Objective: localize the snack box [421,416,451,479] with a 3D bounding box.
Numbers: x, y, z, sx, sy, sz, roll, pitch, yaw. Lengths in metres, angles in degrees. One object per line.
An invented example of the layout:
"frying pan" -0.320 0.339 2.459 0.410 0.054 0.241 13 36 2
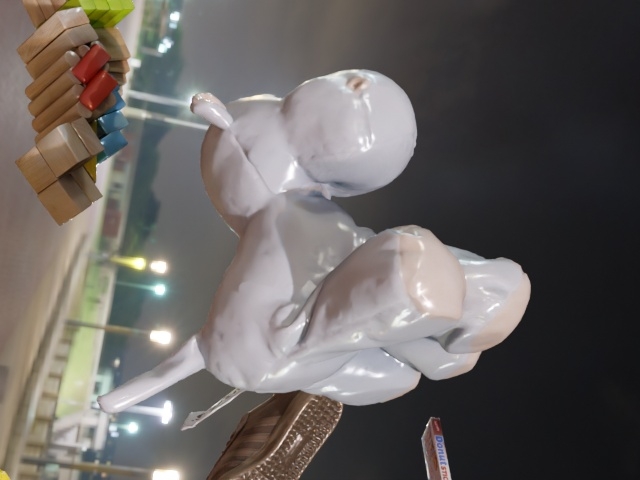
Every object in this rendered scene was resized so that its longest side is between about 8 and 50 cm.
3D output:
"snack box" 0.218 0.420 1.654 0.178 0.022 0.064 -93 -166 -53

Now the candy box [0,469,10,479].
"candy box" -0.276 0.191 0.479 0.206 0.105 0.027 -48 139 -43

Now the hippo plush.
"hippo plush" 0.000 0.000 0.709 0.234 0.294 0.236 35 39 -60

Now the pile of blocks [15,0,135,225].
"pile of blocks" -0.255 -0.197 0.997 0.113 0.149 0.362 -26 -116 36

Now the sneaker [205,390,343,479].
"sneaker" -0.058 0.200 0.808 0.188 0.066 0.071 -44 -152 -17
